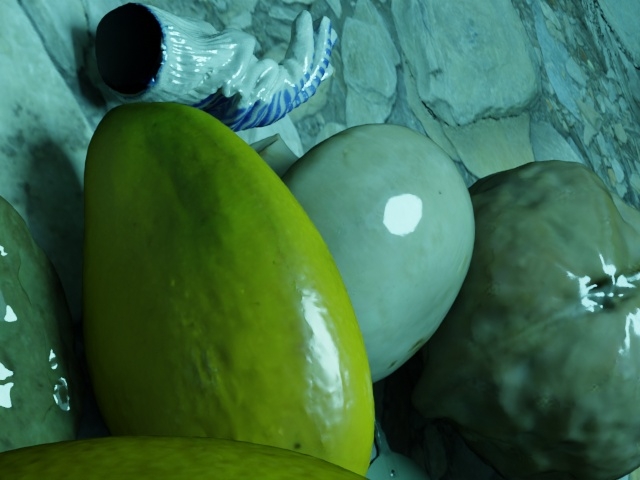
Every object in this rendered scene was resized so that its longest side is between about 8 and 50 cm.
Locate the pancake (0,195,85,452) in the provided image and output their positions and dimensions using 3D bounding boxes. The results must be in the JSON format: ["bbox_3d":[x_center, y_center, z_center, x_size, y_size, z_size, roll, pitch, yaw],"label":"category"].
[{"bbox_3d":[-0.211,0.052,0.660,0.242,0.050,0.242,43,38,-48],"label":"pancake"}]

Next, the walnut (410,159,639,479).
[{"bbox_3d":[0.180,0.073,0.995,0.273,0.273,0.227,45,68,-28],"label":"walnut"}]

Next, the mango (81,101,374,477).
[{"bbox_3d":[-0.065,0.050,0.740,0.119,0.176,0.316,4,61,-53],"label":"mango"}]

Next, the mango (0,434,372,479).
[{"bbox_3d":[-0.064,0.200,0.482,0.264,0.378,0.221,-60,137,-41],"label":"mango"}]

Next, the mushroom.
[{"bbox_3d":[0.000,0.000,0.877,0.204,0.204,0.204,30,48,-41],"label":"mushroom"}]

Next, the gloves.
[{"bbox_3d":[-0.067,-0.129,0.919,0.119,0.097,0.229,32,28,34],"label":"gloves"}]

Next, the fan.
[{"bbox_3d":[0.057,0.190,0.969,0.113,0.005,0.175,-5,76,-53],"label":"fan"}]
